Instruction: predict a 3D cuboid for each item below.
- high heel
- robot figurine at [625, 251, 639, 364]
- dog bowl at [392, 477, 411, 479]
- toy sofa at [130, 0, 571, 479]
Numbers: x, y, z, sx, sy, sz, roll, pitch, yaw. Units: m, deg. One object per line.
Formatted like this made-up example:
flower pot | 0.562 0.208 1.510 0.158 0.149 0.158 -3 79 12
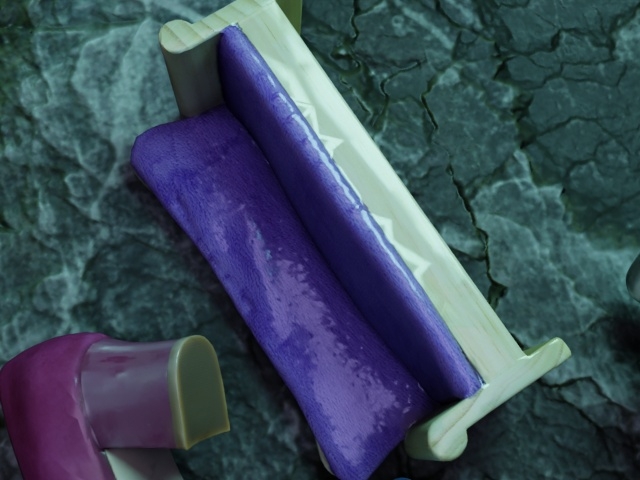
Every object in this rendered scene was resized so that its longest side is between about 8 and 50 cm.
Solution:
high heel | -0.147 0.256 0.615 0.181 0.127 0.377 -8 79 26
robot figurine | 0.417 0.052 0.612 0.353 0.200 0.300 3 61 -1
dog bowl | 0.037 0.315 0.561 0.074 0.166 0.297 25 76 -8
toy sofa | 0.000 0.000 0.639 0.177 0.150 0.363 -32 79 -10
